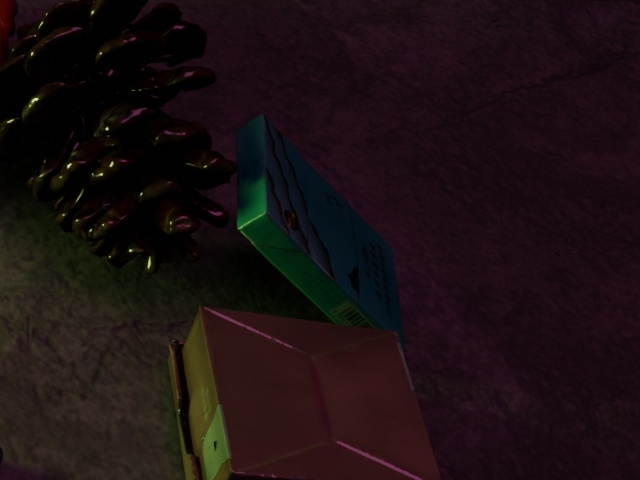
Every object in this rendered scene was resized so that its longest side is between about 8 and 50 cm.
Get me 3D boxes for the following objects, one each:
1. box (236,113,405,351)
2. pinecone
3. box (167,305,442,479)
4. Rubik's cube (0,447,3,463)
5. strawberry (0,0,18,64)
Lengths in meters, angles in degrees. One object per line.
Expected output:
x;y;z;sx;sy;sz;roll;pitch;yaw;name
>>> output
0.000;0.000;1.558;0.226;0.042;0.161;45;23;-32;box
-0.195;-0.113;1.519;0.244;0.244;0.309;-20;68;-45;pinecone
-0.016;0.165;1.396;0.215;0.086;0.215;9;38;-21;box
-0.379;0.152;1.150;0.233;0.228;0.229;59;-10;-12;Rubik's cube
-0.405;-0.258;1.638;0.150;0.280;0.253;-6;-3;2;strawberry
